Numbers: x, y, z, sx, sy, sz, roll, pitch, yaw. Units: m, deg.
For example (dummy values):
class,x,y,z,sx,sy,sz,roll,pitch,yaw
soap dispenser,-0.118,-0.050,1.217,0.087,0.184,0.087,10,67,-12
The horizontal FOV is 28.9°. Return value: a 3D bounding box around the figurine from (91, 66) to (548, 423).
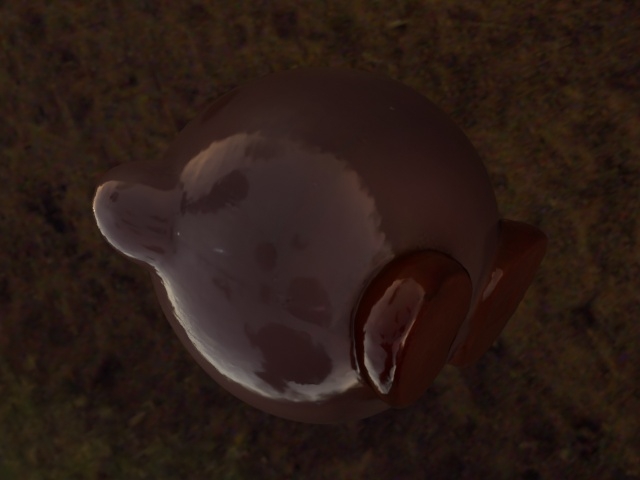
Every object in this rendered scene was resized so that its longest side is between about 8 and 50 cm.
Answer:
class,x,y,z,sx,sy,sz,roll,pitch,yaw
figurine,0.000,0.000,0.578,0.173,0.173,0.173,21,124,35
